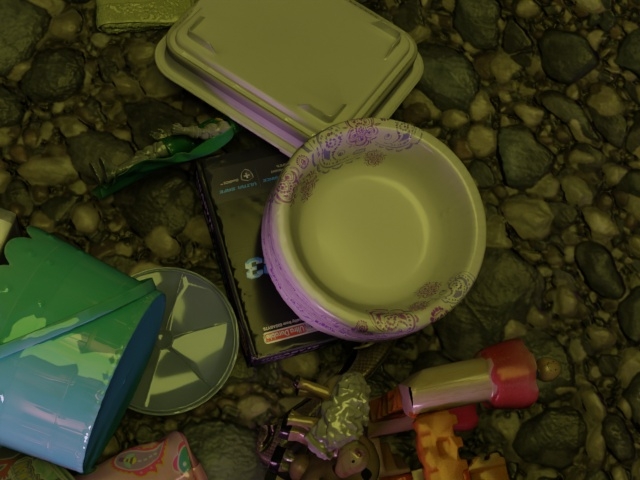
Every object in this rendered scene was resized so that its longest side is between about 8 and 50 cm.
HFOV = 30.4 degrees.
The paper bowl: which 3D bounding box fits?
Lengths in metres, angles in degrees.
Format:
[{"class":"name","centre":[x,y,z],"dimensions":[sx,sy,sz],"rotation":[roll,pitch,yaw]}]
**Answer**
[{"class":"paper bowl","centre":[0.063,-0.006,1.545],"dimensions":[0.284,0.148,0.284],"rotation":[3,74,-12]}]

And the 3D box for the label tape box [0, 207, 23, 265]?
[{"class":"label tape box","centre":[-0.557,0.083,1.489],"dimensions":[0.240,0.106,0.334],"rotation":[21,70,-4]}]

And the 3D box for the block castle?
[{"class":"block castle","centre":[0.213,0.371,1.454],"dimensions":[0.212,0.303,0.453],"rotation":[-9,76,-15]}]

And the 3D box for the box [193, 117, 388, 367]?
[{"class":"box","centre":[0.000,0.000,1.648],"dimensions":[0.295,0.073,0.293],"rotation":[-13,75,-14]}]

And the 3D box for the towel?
[{"class":"towel","centre":[-0.260,-0.359,1.726],"dimensions":[0.148,0.027,0.110],"rotation":[-7,74,-13]}]

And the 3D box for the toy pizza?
[{"class":"toy pizza","centre":[-0.209,0.135,1.575],"dimensions":[0.201,0.032,0.201],"rotation":[0,74,0]}]

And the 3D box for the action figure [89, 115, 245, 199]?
[{"class":"action figure","centre":[-0.201,-0.130,1.627],"dimensions":[0.232,0.137,0.063],"rotation":[-25,98,-27]}]

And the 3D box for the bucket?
[{"class":"bucket","centre":[-0.317,0.136,1.425],"dimensions":[0.183,0.281,0.281],"rotation":[22,70,1]}]

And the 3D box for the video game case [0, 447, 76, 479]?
[{"class":"video game case","centre":[-0.395,0.312,1.410],"dimensions":[0.183,0.201,0.023],"rotation":[-29,124,-26]}]

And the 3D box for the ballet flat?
[{"class":"ballet flat","centre":[0.006,0.203,1.584],"dimensions":[0.250,0.084,0.058],"rotation":[-43,87,-14]}]

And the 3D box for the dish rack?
[{"class":"dish rack","centre":[-0.038,-0.275,1.678],"dimensions":[0.332,0.072,0.285],"rotation":[32,60,10]}]

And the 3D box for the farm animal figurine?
[{"class":"farm animal figurine","centre":[-0.001,0.361,1.423],"dimensions":[0.172,0.330,0.327],"rotation":[17,57,1]}]

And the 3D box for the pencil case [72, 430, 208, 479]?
[{"class":"pencil case","centre":[-0.278,0.342,1.458],"dimensions":[0.284,0.124,0.124],"rotation":[-22,79,-18]}]
